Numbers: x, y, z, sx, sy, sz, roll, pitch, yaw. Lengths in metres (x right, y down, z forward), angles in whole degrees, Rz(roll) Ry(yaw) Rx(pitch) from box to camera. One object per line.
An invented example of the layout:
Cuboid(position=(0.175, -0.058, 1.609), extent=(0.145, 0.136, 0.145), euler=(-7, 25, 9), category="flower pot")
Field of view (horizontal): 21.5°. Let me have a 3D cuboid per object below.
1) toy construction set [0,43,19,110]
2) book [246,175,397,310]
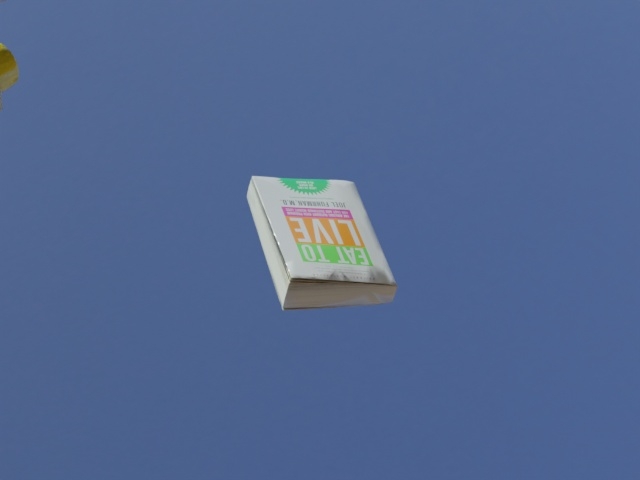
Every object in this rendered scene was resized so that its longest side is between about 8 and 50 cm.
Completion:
Cuboid(position=(-0.346, -0.146, 0.997), extent=(0.151, 0.328, 0.215), euler=(-49, -57, -54), category="toy construction set")
Cuboid(position=(0.000, 0.000, 1.422), extent=(0.096, 0.035, 0.144), euler=(1, -142, -19), category="book")
